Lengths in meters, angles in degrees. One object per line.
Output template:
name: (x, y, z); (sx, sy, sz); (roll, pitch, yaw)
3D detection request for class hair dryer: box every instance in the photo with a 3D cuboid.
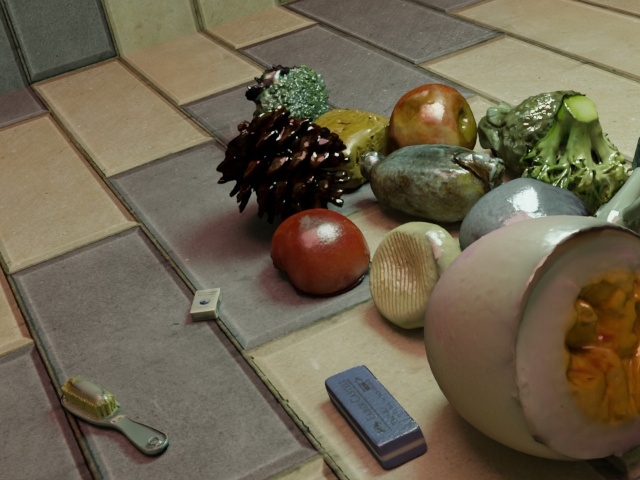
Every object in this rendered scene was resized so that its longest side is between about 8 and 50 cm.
hair dryer: (0.627, -0.094, 1.834); (0.092, 0.267, 0.229); (37, 45, -1)

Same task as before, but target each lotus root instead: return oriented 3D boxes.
lotus root: (0.236, -0.126, 2.103); (0.350, 0.174, 0.175); (7, 35, 36)

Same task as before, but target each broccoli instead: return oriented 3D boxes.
broccoli: (0.546, -0.180, 1.993); (0.248, 0.245, 0.288); (5, 40, 1)
broccoli: (-0.109, -0.366, 2.586); (0.243, 0.247, 0.262); (-24, 53, 54)

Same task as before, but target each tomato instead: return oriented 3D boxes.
tomato: (0.000, 0.000, 1.969); (0.199, 0.112, 0.228); (-32, 50, -21)

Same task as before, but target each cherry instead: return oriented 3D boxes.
cherry: (0.388, 0.006, 1.751); (0.255, 0.218, 0.296); (7, 32, -15)

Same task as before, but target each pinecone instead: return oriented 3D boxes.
pinecone: (-0.075, -0.153, 2.138); (0.296, 0.298, 0.242); (23, 65, -7)

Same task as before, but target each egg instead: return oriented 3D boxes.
egg: (0.312, 0.136, 1.463); (0.355, 0.354, 0.340); (-28, 16, -26)

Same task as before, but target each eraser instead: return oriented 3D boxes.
eraser: (0.087, 0.285, 1.570); (0.082, 0.036, 0.225); (-19, 30, -17)

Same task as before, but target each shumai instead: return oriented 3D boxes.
shumai: (0.474, -0.268, 2.226); (0.218, 0.189, 0.256); (19, 36, 39)

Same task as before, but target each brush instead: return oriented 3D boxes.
brush: (-0.371, 0.297, 1.687); (0.297, 0.060, 0.068); (17, 38, 40)

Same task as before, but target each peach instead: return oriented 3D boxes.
peach: (0.269, -0.246, 2.256); (0.214, 0.214, 0.235); (-8, 46, 6)

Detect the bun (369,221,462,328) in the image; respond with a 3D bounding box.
bun: (0.194, 0.068, 1.787); (0.128, 0.222, 0.222); (10, 14, -38)

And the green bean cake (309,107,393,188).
green bean cake: (0.056, -0.232, 2.364); (0.230, 0.131, 0.224); (16, 41, 40)

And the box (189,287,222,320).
box: (-0.233, 0.131, 1.957); (0.054, 0.024, 0.083); (-6, 30, 6)

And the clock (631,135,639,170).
clock: (0.817, -0.166, 1.992); (0.319, 0.066, 0.319); (0, 25, 0)
